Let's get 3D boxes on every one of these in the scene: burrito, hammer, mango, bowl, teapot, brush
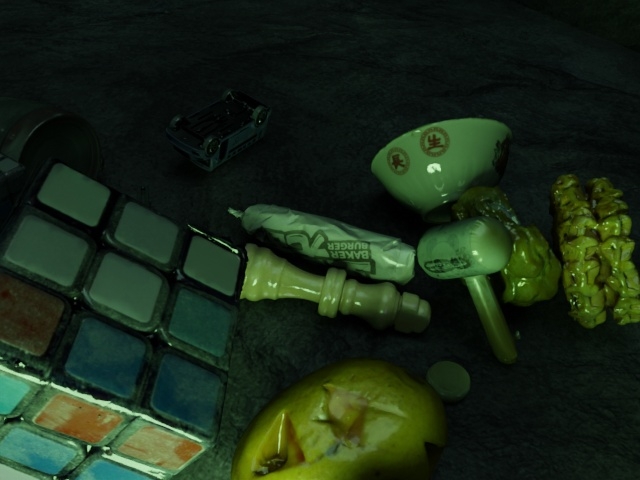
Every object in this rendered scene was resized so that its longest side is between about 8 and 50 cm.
[{"bbox_3d":[0.000,0.000,1.452,0.445,0.139,0.101,18,72,20],"label":"burrito"},{"bbox_3d":[0.315,0.103,1.299,0.113,0.202,0.305,-29,97,-26],"label":"hammer"},{"bbox_3d":[0.030,0.328,1.072,0.365,0.182,0.253,-23,53,-16],"label":"mango"},{"bbox_3d":[0.294,-0.135,1.562,0.337,0.337,0.157,-4,70,-13],"label":"bowl"},{"bbox_3d":[-0.668,-0.216,1.546,0.312,0.233,0.315,23,15,24],"label":"teapot"},{"bbox_3d":[-0.399,-0.048,1.516,0.062,0.027,0.266,2,41,-19],"label":"brush"}]

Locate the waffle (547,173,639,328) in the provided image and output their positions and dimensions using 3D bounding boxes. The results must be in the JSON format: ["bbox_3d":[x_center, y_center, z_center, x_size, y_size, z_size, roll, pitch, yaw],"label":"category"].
[{"bbox_3d":[0.573,0.015,1.420,0.151,0.261,0.324,-12,40,14],"label":"waffle"}]

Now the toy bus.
[{"bbox_3d":[-0.259,-0.273,1.710,0.125,0.133,0.292,31,44,17],"label":"toy bus"}]

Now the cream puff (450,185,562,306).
[{"bbox_3d":[0.365,0.026,1.409,0.185,0.282,0.282,-34,47,7],"label":"cream puff"}]

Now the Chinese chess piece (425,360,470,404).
[{"bbox_3d":[0.240,0.266,1.264,0.084,0.034,0.084,4,40,-4],"label":"Chinese chess piece"}]

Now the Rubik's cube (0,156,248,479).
[{"bbox_3d":[-0.349,0.162,0.982,0.362,0.359,0.363,31,40,-24],"label":"Rubik's cube"}]

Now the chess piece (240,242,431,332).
[{"bbox_3d":[0.028,0.106,1.357,0.397,0.117,0.117,14,42,3],"label":"chess piece"}]

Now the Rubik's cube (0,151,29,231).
[{"bbox_3d":[-0.727,-0.052,1.316,0.238,0.237,0.237,25,45,18],"label":"Rubik's cube"}]
